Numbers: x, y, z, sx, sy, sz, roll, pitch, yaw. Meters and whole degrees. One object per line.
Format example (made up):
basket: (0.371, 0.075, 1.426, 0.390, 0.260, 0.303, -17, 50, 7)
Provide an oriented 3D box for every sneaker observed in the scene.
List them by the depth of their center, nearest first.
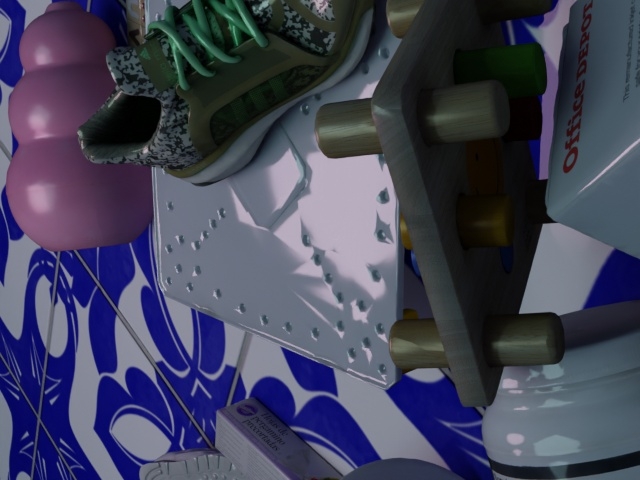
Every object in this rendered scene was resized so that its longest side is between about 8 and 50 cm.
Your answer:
sneaker: (-0.099, -0.170, 1.071, 0.410, 0.182, 0.158, -47, 67, 44)
sneaker: (-0.139, 0.322, 1.608, 0.235, 0.095, 0.090, -1, 100, 35)

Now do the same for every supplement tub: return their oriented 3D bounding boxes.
supplement tub: (0.237, 0.199, 0.914, 0.191, 0.191, 0.272, -11, 95, 56)

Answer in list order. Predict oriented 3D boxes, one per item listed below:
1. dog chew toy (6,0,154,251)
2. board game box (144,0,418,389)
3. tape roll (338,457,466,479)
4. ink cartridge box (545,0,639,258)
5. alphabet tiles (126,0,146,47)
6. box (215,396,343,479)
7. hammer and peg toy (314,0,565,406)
dog chew toy: (-0.329, -0.155, 1.576, 0.206, 0.206, 0.332, -4, 92, 55)
board game box: (-0.045, -0.083, 1.217, 0.390, 0.050, 0.390, 18, 115, 44)
tape roll: (0.066, 0.365, 1.183, 0.246, 0.246, 0.169, 61, 144, 18)
ink cartridge box: (0.267, -0.133, 0.710, 0.278, 0.117, 0.201, -48, 23, 52)
alphabet tiles: (-0.221, -0.349, 1.493, 0.198, 0.009, 0.237, 31, 128, 45)
box: (-0.018, 0.307, 1.439, 0.324, 0.063, 0.067, 34, 128, 43)
hammer and peg toy: (0.131, -0.078, 0.894, 0.127, 0.361, 0.266, -5, 122, 24)
